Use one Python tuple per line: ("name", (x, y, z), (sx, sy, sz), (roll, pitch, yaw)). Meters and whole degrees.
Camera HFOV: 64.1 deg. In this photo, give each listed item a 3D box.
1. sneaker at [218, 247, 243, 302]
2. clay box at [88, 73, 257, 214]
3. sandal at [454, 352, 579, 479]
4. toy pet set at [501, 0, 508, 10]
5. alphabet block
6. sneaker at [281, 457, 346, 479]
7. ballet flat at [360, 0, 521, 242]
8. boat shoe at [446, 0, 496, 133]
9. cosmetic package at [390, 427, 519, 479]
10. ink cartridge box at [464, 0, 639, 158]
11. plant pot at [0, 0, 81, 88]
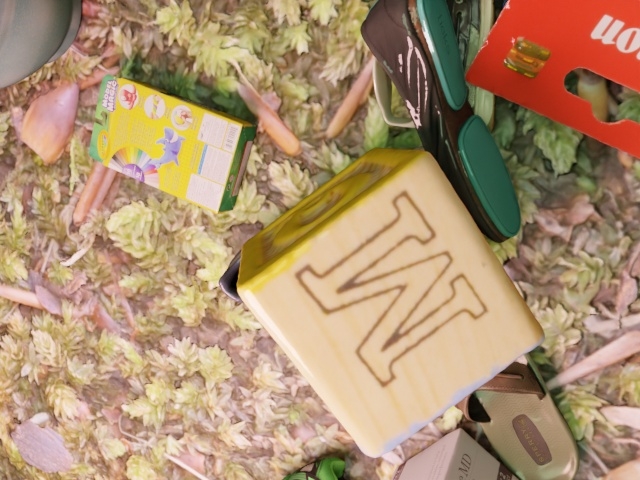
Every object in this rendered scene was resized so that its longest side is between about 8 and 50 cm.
("sneaker", (0.000, 0.000, 0.633), (0.300, 0.121, 0.111), (-36, 89, 20))
("clay box", (-0.209, -0.137, 0.709), (0.222, 0.053, 0.127), (24, 107, 13))
("sandal", (0.213, 0.180, 0.620), (0.120, 0.086, 0.303), (-38, 88, 20))
("toy pet set", (0.234, -0.319, 0.525), (0.114, 0.065, 0.122), (-13, 97, 20))
("alphabet block", (0.052, 0.044, 0.502), (0.193, 0.192, 0.197), (-36, 104, -1))
("sneaker", (0.071, 0.455, 0.696), (0.146, 0.134, 0.343), (-44, 85, 20))
("ballet flat", (0.123, -0.121, 0.535), (0.096, 0.095, 0.280), (-9, 113, 43))
("boat shoe", (0.152, -0.225, 0.562), (0.073, 0.080, 0.224), (-5, 104, 12))
("cosmetic package", (0.174, 0.368, 0.619), (0.183, 0.151, 0.151), (41, 127, 5))
("ink cartridge box", (0.336, -0.210, 0.385), (0.308, 0.091, 0.385), (23, 134, -3))
("plant pot", (-0.450, -0.331, 0.669), (0.293, 0.196, 0.293), (4, 102, 18))
